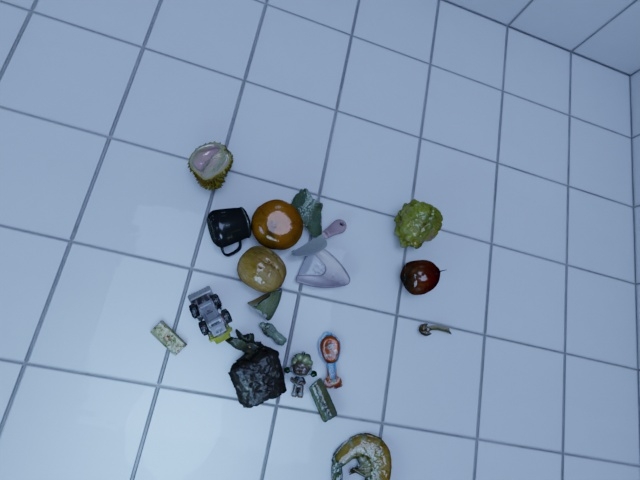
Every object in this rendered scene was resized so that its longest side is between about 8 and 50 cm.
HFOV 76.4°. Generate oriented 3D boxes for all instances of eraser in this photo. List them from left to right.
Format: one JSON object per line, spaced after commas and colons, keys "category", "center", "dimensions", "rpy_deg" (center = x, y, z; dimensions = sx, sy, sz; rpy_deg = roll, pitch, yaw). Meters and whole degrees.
{"category": "eraser", "center": [0.025, 0.152, 1.932], "dimensions": [0.243, 0.059, 0.204], "rpy_deg": [26, 71, -4]}

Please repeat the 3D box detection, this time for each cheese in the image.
{"category": "cheese", "center": [0.048, 0.545, 1.857], "dimensions": [0.106, 0.037, 0.256], "rpy_deg": [-3, 77, -14]}

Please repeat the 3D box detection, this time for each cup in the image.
{"category": "cup", "center": [-0.403, -0.041, 1.825], "dimensions": [0.176, 0.169, 0.223], "rpy_deg": [-19, 117, -26]}

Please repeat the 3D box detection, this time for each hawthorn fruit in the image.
{"category": "hawthorn fruit", "center": [0.515, 0.177, 1.997], "dimensions": [0.235, 0.181, 0.181], "rpy_deg": [-7, 79, -12]}

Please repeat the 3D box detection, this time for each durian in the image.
{"category": "durian", "center": [-0.500, -0.338, 1.872], "dimensions": [0.183, 0.138, 0.250], "rpy_deg": [8, 63, 18]}

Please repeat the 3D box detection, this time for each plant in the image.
{"category": "plant", "center": [-0.277, 0.510, 1.686], "dimensions": [0.213, 0.215, 0.312], "rpy_deg": [-13, 78, -21]}

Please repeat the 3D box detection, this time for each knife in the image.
{"category": "knife", "center": [0.002, 0.002, 1.944], "dimensions": [0.336, 0.043, 0.081], "rpy_deg": [-36, 79, -29]}

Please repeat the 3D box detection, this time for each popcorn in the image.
{"category": "popcorn", "center": [0.480, -0.086, 2.041], "dimensions": [0.259, 0.259, 0.212], "rpy_deg": [-15, 57, -18]}

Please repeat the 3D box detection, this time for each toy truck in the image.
{"category": "toy truck", "center": [-0.461, 0.313, 1.705], "dimensions": [0.136, 0.111, 0.286], "rpy_deg": [-26, 41, -19]}

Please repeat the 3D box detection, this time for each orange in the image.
{"category": "orange", "center": [-0.199, -0.068, 1.865], "dimensions": [0.240, 0.171, 0.240], "rpy_deg": [1, 83, -10]}

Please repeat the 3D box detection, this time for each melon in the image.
{"category": "melon", "center": [-0.242, 0.293, 1.826], "dimensions": [0.202, 0.093, 0.139], "rpy_deg": [-27, 114, -47]}

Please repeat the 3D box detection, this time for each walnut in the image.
{"category": "walnut", "center": [-0.256, 0.131, 1.793], "dimensions": [0.221, 0.195, 0.195], "rpy_deg": [38, 71, -7]}

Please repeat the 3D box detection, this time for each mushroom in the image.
{"category": "mushroom", "center": [0.574, 0.443, 2.016], "dimensions": [0.187, 0.061, 0.060], "rpy_deg": [5, 71, -18]}

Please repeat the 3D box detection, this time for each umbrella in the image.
{"category": "umbrella", "center": [-0.214, 0.413, 1.806], "dimensions": [0.143, 0.067, 0.062], "rpy_deg": [42, 100, -9]}

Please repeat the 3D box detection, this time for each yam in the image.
{"category": "yam", "center": [0.008, 0.701, 1.790], "dimensions": [0.078, 0.078, 0.179], "rpy_deg": [-24, 85, -19]}

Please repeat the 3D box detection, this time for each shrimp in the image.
{"category": "shrimp", "center": [0.160, 1.064, 1.745], "dimensions": [0.272, 0.085, 0.445], "rpy_deg": [16, 71, -5]}

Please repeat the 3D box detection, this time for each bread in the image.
{"category": "bread", "center": [-0.639, 0.410, 1.710], "dimensions": [0.153, 0.028, 0.068], "rpy_deg": [44, 72, 0]}

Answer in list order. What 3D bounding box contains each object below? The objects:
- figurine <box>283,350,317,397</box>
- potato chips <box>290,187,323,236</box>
{"category": "figurine", "center": [-0.089, 0.586, 1.781], "dimensions": [0.147, 0.093, 0.197], "rpy_deg": [8, 75, 1]}
{"category": "potato chips", "center": [-0.056, -0.128, 1.975], "dimensions": [0.228, 0.059, 0.167], "rpy_deg": [44, 75, -1]}
